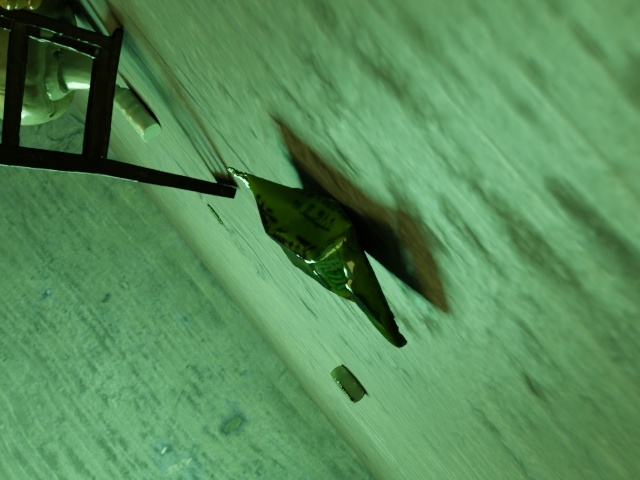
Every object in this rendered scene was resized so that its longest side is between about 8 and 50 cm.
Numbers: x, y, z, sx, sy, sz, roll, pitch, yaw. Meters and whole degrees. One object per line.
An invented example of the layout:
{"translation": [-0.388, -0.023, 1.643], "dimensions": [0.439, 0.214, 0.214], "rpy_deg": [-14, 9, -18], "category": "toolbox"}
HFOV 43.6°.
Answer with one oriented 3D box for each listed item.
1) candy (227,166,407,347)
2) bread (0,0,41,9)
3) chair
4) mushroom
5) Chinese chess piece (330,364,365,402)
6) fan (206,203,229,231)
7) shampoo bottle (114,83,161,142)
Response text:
{"translation": [0.000, 0.000, 0.824], "dimensions": [0.246, 0.069, 0.149], "rpy_deg": [35, 166, 42], "category": "candy"}
{"translation": [-0.410, -0.407, 1.041], "dimensions": [0.116, 0.077, 0.200], "rpy_deg": [58, 148, 28], "category": "bread"}
{"translation": [-0.335, -0.215, 1.257], "dimensions": [0.203, 0.416, 0.240], "rpy_deg": [-162, 79, -70], "category": "chair"}
{"translation": [-0.484, -0.327, 1.413], "dimensions": [0.254, 0.234, 0.260], "rpy_deg": [93, -178, -82], "category": "mushroom"}
{"translation": [0.055, 0.295, 1.638], "dimensions": [0.084, 0.034, 0.084], "rpy_deg": [50, 170, 12], "category": "Chinese chess piece"}
{"translation": [-0.226, -0.053, 1.737], "dimensions": [0.080, 0.003, 0.060], "rpy_deg": [37, 163, 54], "category": "fan"}
{"translation": [-0.371, -0.261, 1.545], "dimensions": [0.152, 0.045, 0.077], "rpy_deg": [48, 171, 8], "category": "shampoo bottle"}
